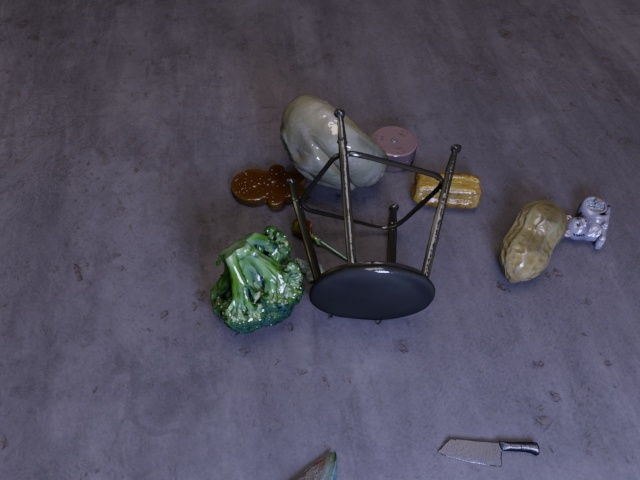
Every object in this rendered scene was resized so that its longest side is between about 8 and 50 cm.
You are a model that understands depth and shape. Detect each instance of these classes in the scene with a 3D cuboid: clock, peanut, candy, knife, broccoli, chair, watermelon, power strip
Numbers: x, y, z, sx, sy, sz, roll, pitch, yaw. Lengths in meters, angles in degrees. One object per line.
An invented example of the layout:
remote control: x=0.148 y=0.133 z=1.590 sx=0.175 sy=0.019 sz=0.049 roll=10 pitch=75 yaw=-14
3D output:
clock: x=0.792 y=-0.062 z=1.843 sx=0.117 sy=0.080 sz=0.176 roll=18 pitch=54 yaw=13
peanut: x=0.599 y=-0.005 z=1.747 sx=0.152 sy=0.152 sz=0.313 roll=30 pitch=57 yaw=20
candy: x=0.000 y=0.000 z=1.776 sx=0.201 sy=0.060 sz=0.060 roll=36 pitch=57 yaw=14
knife: x=0.383 y=0.484 z=1.411 sx=0.231 sy=0.028 sz=0.060 roll=2 pitch=63 yaw=1
broccoli: x=-0.172 y=0.098 z=1.565 sx=0.265 sy=0.245 sz=0.294 roll=-6 pitch=35 yaw=20
chair: x=0.131 y=-0.028 z=1.597 sx=0.365 sy=0.362 sz=0.409 roll=12 pitch=61 yaw=-20
watermelon: x=-0.012 y=0.530 z=1.324 sx=0.094 sy=0.081 sz=0.180 roll=20 pitch=34 yaw=34
power strip: x=0.237 y=-0.298 z=2.011 sx=0.154 sy=0.078 sz=0.154 roll=2 pitch=50 yaw=-2

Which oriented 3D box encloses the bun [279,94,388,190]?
bun: x=0.027 y=-0.275 z=1.856 sx=0.365 sy=0.365 sz=0.219 roll=45 pitch=104 yaw=29

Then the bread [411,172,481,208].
bread: x=0.386 y=-0.154 z=1.896 sx=0.211 sy=0.083 sz=0.113 roll=7 pitch=45 yaw=3

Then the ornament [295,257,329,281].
ornament: x=-0.024 y=0.081 z=1.709 sx=0.092 sy=0.041 sz=0.068 roll=1 pitch=55 yaw=-14

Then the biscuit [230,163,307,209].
biscuit: x=-0.158 y=-0.165 z=1.906 sx=0.237 sy=0.039 sz=0.179 roll=2 pitch=52 yaw=0
